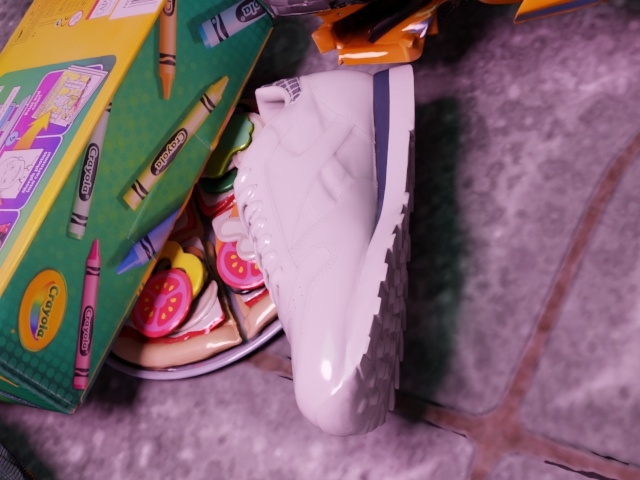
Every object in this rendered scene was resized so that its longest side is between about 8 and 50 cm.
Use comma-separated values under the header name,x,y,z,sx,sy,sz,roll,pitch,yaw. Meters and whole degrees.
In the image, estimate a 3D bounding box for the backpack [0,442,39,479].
name,x,y,z,sx,sy,sz,roll,pitch,yaw
backpack,-0.259,0.148,0.643,0.166,0.144,0.188,-52,44,-3

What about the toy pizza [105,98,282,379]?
name,x,y,z,sx,sy,sz,roll,pitch,yaw
toy pizza,-0.073,-0.010,0.713,0.201,0.032,0.201,-17,51,22

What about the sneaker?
name,x,y,z,sx,sy,sz,roll,pitch,yaw
sneaker,0.000,0.000,0.606,0.095,0.090,0.235,3,45,5

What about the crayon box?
name,x,y,z,sx,sy,sz,roll,pitch,yaw
crayon box,-0.158,-0.043,0.715,0.165,0.081,0.278,1,59,45

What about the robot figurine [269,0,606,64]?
name,x,y,z,sx,sy,sz,roll,pitch,yaw
robot figurine,0.113,-0.169,0.647,0.291,0.085,0.211,-10,24,27
